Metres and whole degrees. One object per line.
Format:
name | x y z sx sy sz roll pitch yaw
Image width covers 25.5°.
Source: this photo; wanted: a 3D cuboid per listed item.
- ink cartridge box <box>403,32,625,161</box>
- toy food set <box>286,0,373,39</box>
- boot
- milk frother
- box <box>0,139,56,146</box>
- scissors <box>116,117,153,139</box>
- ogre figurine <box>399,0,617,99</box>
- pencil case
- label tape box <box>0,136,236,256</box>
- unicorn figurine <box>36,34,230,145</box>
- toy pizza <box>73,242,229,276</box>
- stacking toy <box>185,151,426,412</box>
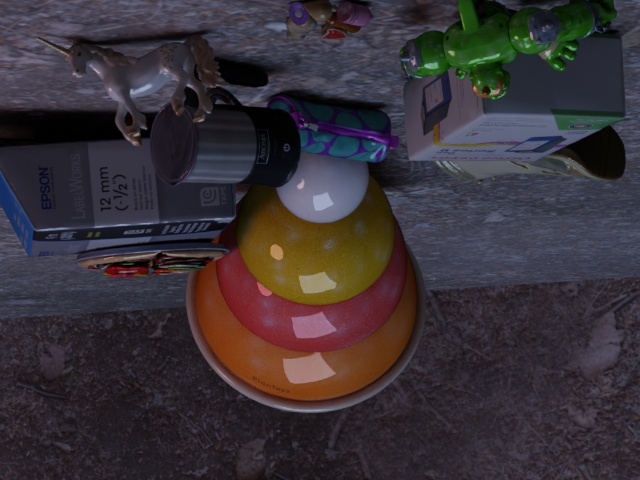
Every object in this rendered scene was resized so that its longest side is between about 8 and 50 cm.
ink cartridge box | 0.192 -0.144 1.446 0.154 0.093 0.212 0 173 -17
toy food set | 0.008 -0.198 1.284 0.078 0.019 0.122 -1 171 -3
boot | 0.254 -0.108 1.741 0.213 0.077 0.165 11 165 -35
milk frother | -0.118 -0.111 1.472 0.135 0.129 0.143 1 165 -40
box | -0.381 -0.103 1.786 0.137 0.027 0.094 2 171 -27
scissors | -0.162 -0.118 1.785 0.109 0.021 0.297 -6 172 13
ogre figurine | 0.149 -0.177 1.245 0.197 0.097 0.118 11 -165 22
pencil case | 0.010 -0.125 1.611 0.152 0.064 0.070 4 -174 -37
label tape box | -0.293 -0.047 1.714 0.348 0.115 0.249 -6 174 -13
unicorn figurine | -0.173 -0.151 1.339 0.162 0.111 0.060 -16 162 -6
toy pizza | -0.217 0.029 1.831 0.201 0.032 0.201 -5 175 0
stacking toy | 0.000 0.000 1.882 0.351 0.350 0.480 -1 155 -7
